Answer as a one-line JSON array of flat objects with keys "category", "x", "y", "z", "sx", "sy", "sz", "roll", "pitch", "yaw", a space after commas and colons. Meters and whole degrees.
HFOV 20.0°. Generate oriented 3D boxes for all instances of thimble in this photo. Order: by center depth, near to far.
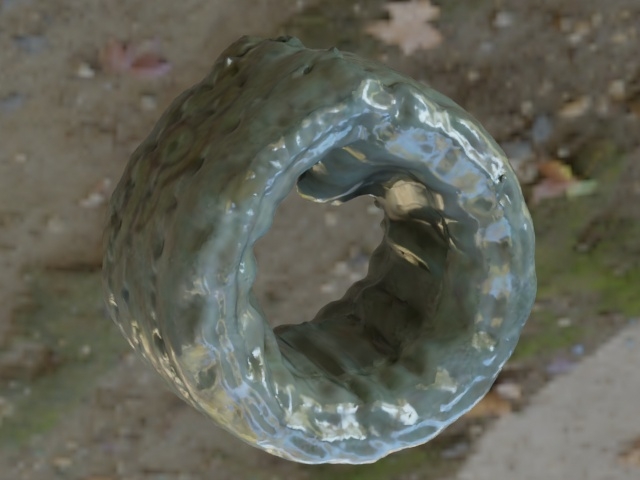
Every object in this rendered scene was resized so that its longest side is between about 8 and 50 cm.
[{"category": "thimble", "x": 0.000, "y": 0.000, "z": 1.298, "sx": 0.291, "sy": 0.291, "sz": 0.195, "roll": 19, "pitch": -175, "yaw": -28}]
